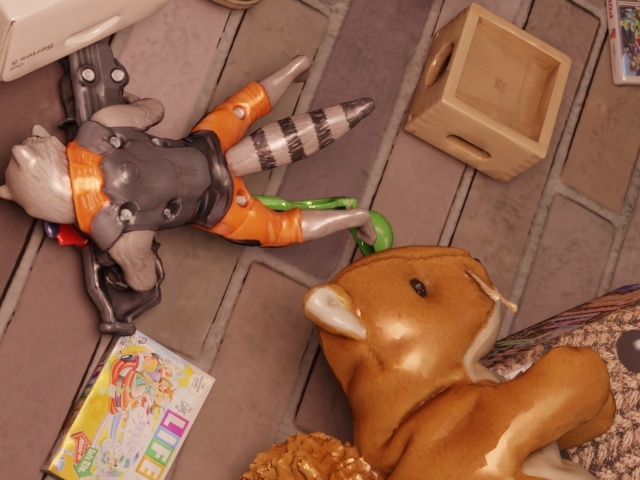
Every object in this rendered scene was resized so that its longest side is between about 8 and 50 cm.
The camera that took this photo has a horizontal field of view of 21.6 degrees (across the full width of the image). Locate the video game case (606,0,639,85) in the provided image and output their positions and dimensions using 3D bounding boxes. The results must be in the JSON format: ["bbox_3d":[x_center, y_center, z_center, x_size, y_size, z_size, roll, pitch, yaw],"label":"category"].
[{"bbox_3d":[0.412,-0.265,1.917,0.201,0.023,0.183,0,83,-28],"label":"video game case"}]

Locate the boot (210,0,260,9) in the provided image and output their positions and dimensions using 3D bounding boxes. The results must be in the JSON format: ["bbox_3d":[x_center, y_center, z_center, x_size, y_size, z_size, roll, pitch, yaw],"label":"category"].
[{"bbox_3d":[-0.016,-0.426,1.573,0.138,0.284,0.377,20,73,-23],"label":"boot"}]

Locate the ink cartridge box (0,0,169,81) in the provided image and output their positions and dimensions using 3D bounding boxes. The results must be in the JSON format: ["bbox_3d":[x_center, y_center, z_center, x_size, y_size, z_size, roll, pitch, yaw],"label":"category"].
[{"bbox_3d":[-0.269,-0.306,1.484,0.198,0.115,0.273,-31,79,-27],"label":"ink cartridge box"}]

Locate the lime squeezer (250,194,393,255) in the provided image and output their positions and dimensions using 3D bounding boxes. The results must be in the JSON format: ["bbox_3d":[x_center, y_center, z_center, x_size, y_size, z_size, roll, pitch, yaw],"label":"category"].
[{"bbox_3d":[0.000,0.000,1.663,0.310,0.059,0.110,32,102,-20],"label":"lime squeezer"}]

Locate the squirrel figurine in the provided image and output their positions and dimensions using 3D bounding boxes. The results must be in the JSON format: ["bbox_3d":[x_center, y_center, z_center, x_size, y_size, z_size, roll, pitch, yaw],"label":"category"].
[{"bbox_3d":[0.079,0.208,1.479,0.397,0.281,0.370,-36,81,7],"label":"squirrel figurine"}]

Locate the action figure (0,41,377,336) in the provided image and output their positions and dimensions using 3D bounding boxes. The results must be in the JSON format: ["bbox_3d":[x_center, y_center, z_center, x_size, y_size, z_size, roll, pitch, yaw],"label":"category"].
[{"bbox_3d":[-0.136,-0.103,1.524,0.330,0.178,0.341,-14,84,-26],"label":"action figure"}]

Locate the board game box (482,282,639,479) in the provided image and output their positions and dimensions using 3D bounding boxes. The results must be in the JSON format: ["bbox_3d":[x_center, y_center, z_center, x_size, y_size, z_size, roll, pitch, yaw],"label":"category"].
[{"bbox_3d":[0.286,0.192,1.719,0.291,0.141,0.232,-21,93,-27],"label":"board game box"}]

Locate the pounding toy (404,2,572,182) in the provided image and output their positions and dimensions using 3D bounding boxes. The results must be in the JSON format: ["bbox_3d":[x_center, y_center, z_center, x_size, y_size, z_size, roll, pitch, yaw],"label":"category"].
[{"bbox_3d":[0.160,-0.195,1.745,0.181,0.094,0.206,27,62,-16],"label":"pounding toy"}]

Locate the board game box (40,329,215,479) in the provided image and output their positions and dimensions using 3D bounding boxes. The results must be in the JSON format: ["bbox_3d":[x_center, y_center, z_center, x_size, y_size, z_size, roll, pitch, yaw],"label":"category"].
[{"bbox_3d":[-0.177,0.169,1.552,0.103,0.026,0.154,34,69,-19],"label":"board game box"}]
